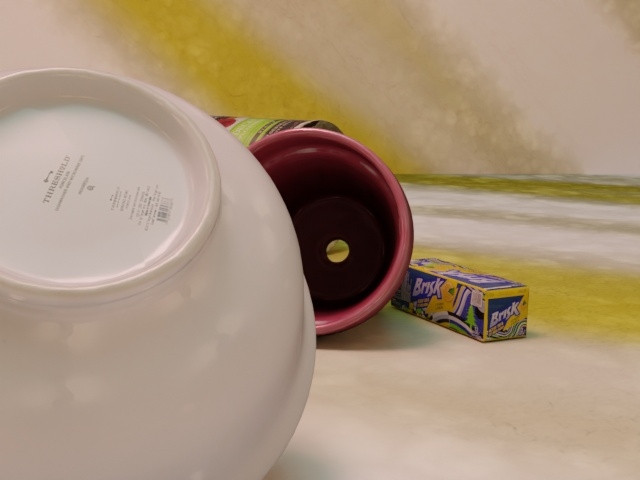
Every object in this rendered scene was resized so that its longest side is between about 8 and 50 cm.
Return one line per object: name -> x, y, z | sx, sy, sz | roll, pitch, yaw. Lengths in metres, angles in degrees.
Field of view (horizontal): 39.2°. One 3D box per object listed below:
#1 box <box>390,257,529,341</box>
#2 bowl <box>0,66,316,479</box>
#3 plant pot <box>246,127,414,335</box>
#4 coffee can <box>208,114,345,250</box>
box -> 0.144, 0.059, 0.950 | 0.059, 0.054, 0.169 | -4, 11, -27
bowl -> -0.132, 0.006, 0.472 | 0.297, 0.298, 0.134 | -2, -35, -17
plant pot -> 0.000, 0.000, 0.932 | 0.201, 0.202, 0.180 | 3, -6, 11
coffee can -> -0.112, -0.089, 1.374 | 0.275, 0.202, 0.201 | 8, 12, 36
